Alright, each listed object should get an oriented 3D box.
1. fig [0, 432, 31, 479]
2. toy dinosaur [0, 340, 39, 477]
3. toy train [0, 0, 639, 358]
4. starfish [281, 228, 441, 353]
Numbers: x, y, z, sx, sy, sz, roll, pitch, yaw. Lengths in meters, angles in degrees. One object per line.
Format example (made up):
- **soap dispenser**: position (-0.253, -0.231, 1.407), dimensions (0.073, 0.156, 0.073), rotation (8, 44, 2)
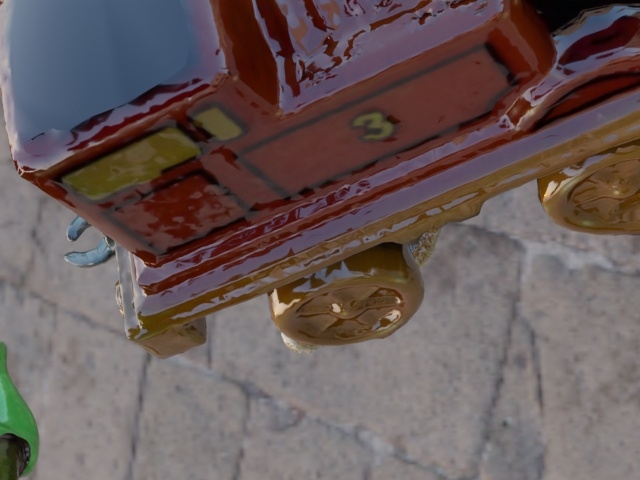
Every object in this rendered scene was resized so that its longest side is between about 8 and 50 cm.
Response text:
- **fig**: position (-0.136, 0.152, 0.462), dimensions (0.124, 0.124, 0.236), rotation (-19, 31, 42)
- **toy dinosaur**: position (-0.144, 0.205, 0.571), dimensions (0.144, 0.374, 0.500), rotation (-45, 31, 16)
- **toy train**: position (0.014, -0.076, 0.665), dimensions (0.369, 0.231, 0.163), rotation (-23, 61, 20)
- **starfish**: position (0.000, 0.002, 1.296), dimensions (0.071, 0.216, 0.238), rotation (106, 172, -50)
